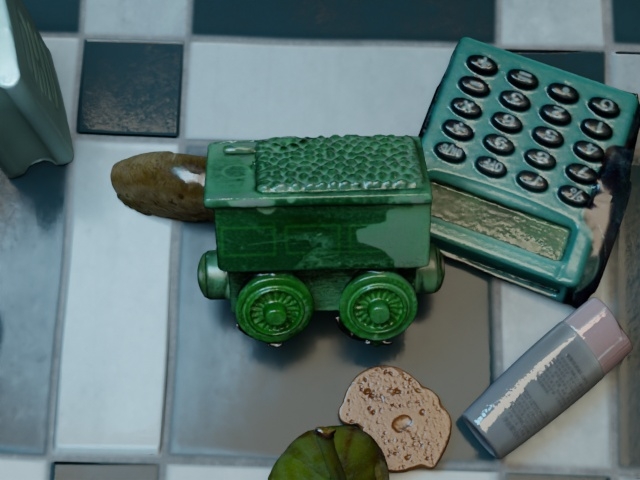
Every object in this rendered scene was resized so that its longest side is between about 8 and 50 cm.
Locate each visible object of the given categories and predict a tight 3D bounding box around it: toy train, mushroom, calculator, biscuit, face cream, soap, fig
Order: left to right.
[{"bbox_3d":[-0.346,-0.184,1.402,0.087,0.265,0.160,-14,76,-3],"label":"soap"},{"bbox_3d":[-0.135,-0.064,1.464,0.209,0.094,0.072,2,73,-4],"label":"mushroom"},{"bbox_3d":[0.000,0.000,1.377,0.266,0.202,0.145,-2,31,-1],"label":"toy train"},{"bbox_3d":[0.014,0.243,1.304,0.149,0.245,0.149,0,68,-1],"label":"fig"},{"bbox_3d":[0.084,0.198,1.430,0.130,0.019,0.102,42,79,10],"label":"biscuit"},{"bbox_3d":[0.231,-0.088,1.482,0.248,0.058,0.274,20,76,5],"label":"calculator"},{"bbox_3d":[0.247,0.151,1.418,0.198,0.057,0.084,-39,112,-9],"label":"face cream"}]
